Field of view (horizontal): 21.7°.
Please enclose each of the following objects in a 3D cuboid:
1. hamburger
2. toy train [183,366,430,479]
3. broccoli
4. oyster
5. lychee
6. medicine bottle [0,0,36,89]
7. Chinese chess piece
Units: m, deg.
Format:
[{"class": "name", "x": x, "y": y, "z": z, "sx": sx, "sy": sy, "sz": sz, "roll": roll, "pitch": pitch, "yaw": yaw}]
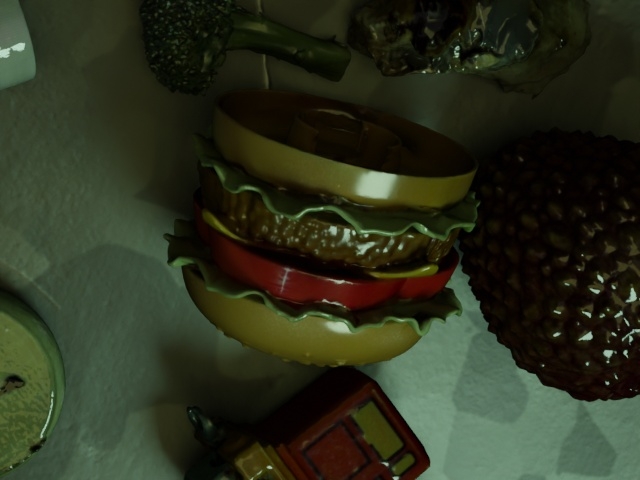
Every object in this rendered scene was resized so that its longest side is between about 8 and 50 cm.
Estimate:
[{"class": "hamburger", "x": 0.000, "y": 0.000, "z": 1.476, "sx": 0.274, "sy": 0.274, "sz": 0.212, "roll": 11, "pitch": 108, "yaw": -11}, {"class": "toy train", "x": 0.014, "y": 0.276, "z": 1.579, "sx": 0.231, "sy": 0.163, "sz": 0.369, "roll": -38, "pitch": 103, "yaw": -10}, {"class": "broccoli", "x": -0.065, "y": -0.184, "z": 1.519, "sx": 0.204, "sy": 0.118, "sz": 0.122, "roll": 9, "pitch": 77, "yaw": -24}, {"class": "oyster", "x": 0.145, "y": -0.206, "z": 1.549, "sx": 0.232, "sy": 0.107, "sz": 0.161, "roll": -9, "pitch": 92, "yaw": -10}, {"class": "lychee", "x": 0.246, "y": 0.011, "z": 1.538, "sx": 0.271, "sy": 0.271, "sz": 0.271, "roll": -2, "pitch": 100, "yaw": -9}, {"class": "medicine bottle", "x": -0.401, "y": -0.146, "z": 1.431, "sx": 0.296, "sy": 0.111, "sz": 0.161, "roll": -22, "pitch": 63, "yaw": -18}, {"class": "Chinese chess piece", "x": -0.329, "y": 0.132, "z": 1.532, "sx": 0.188, "sy": 0.083, "sz": 0.188, "roll": -2, "pitch": 102, "yaw": -8}]
